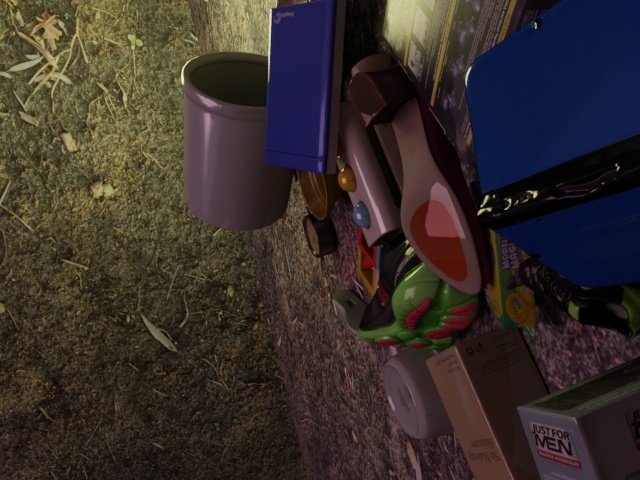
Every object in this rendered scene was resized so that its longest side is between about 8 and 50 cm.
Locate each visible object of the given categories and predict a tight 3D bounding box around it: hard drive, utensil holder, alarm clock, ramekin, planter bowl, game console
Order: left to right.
[{"bbox_3d":[-0.216,-0.265,1.655,0.327,0.327,0.385,-122,34,-43],"label":"utensil holder"},{"bbox_3d":[-0.038,-0.303,1.213,0.210,0.040,0.319,18,108,50],"label":"hard drive"},{"bbox_3d":[0.000,0.000,1.787,0.129,0.064,0.192,-137,37,-60],"label":"alarm clock"},{"bbox_3d":[0.013,-0.167,1.536,0.217,0.090,0.217,164,90,-73],"label":"planter bowl"},{"bbox_3d":[0.218,0.325,1.307,0.207,0.109,0.207,164,90,-74],"label":"ramekin"},{"bbox_3d":[0.297,-0.096,0.579,0.293,0.250,0.173,-23,40,63],"label":"game console"}]

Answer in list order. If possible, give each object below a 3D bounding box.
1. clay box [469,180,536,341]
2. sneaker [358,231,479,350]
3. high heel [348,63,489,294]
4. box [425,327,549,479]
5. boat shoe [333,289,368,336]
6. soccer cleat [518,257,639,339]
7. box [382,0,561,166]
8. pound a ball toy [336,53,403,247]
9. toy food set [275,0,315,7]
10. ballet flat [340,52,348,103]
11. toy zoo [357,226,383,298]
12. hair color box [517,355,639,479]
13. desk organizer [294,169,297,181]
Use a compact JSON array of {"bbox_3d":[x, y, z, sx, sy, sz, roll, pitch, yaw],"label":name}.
[{"bbox_3d":[0.267,0.029,0.891,0.127,0.053,0.222,-88,-12,-73],"label":"clay box"},{"bbox_3d":[0.187,0.092,1.154,0.483,0.185,0.202,114,164,-69],"label":"sneaker"},{"bbox_3d":[0.194,-0.110,0.927,0.127,0.181,0.377,-30,80,51],"label":"high heel"},{"bbox_3d":[0.304,0.310,0.984,0.148,0.121,0.311,115,137,-65],"label":"box"},{"bbox_3d":[0.100,0.215,1.666,0.227,0.079,0.081,-129,18,-63],"label":"boat shoe"},{"bbox_3d":[0.311,0.065,0.736,0.179,0.072,0.060,25,129,46],"label":"soccer cleat"},{"bbox_3d":[0.192,-0.340,0.734,0.395,0.097,0.318,95,160,-49],"label":"box"},{"bbox_3d":[0.099,-0.167,1.177,0.208,0.135,0.319,127,125,-70],"label":"pound a ball toy"},{"bbox_3d":[-0.060,-0.460,1.371,0.306,0.092,0.220,-133,47,-63],"label":"toy food set"},{"bbox_3d":[0.018,-0.350,1.384,0.203,0.074,0.074,104,146,-49],"label":"ballet flat"},{"bbox_3d":[0.143,0.057,1.432,0.192,0.030,0.293,-123,24,-45],"label":"toy zoo"},{"bbox_3d":[0.376,0.333,0.655,0.113,0.185,0.374,150,104,-74],"label":"hair color box"},{"bbox_3d":[-0.066,-0.247,1.790,0.047,0.050,0.130,134,119,-71],"label":"desk organizer"}]
